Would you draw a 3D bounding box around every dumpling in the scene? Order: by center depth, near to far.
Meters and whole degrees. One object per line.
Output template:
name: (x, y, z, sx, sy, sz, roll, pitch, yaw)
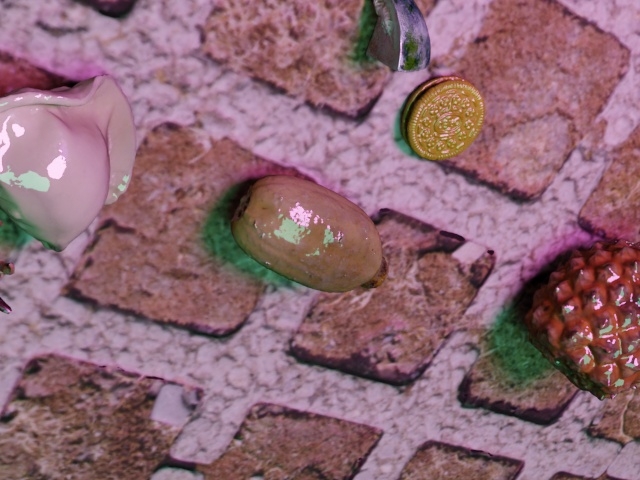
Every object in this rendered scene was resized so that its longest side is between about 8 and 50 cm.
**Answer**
dumpling: (-0.198, -0.071, 0.786, 0.134, 0.100, 0.169, -45, 133, -13)

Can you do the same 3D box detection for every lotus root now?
lotus root: (0.001, 0.000, 0.945, 0.183, 0.077, 0.090, 28, 105, -36)

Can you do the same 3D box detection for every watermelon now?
watermelon: (0.061, -0.181, 0.889, 0.061, 0.085, 0.085, -25, 135, 28)

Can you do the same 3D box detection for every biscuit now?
biscuit: (0.116, -0.115, 0.965, 0.084, 0.023, 0.084, -15, 127, -20)

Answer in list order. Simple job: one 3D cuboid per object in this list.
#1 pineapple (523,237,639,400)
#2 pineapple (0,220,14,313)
pineapple: (0.326, 0.073, 1.114, 0.193, 0.166, 0.166, -46, 130, -2)
pineapple: (-0.379, -0.020, 0.571, 0.352, 0.352, 0.300, -30, 120, -7)
